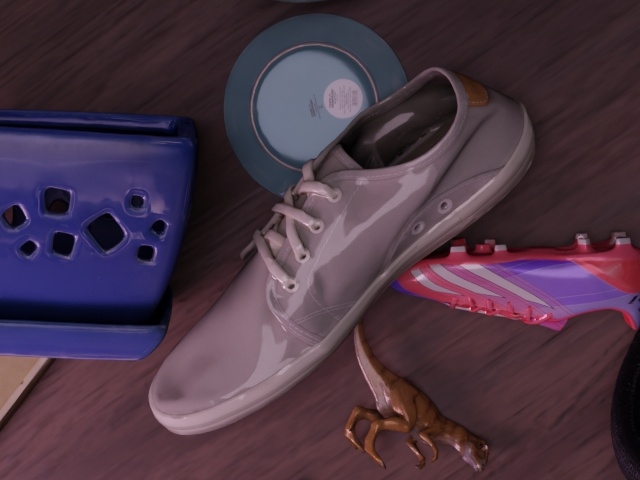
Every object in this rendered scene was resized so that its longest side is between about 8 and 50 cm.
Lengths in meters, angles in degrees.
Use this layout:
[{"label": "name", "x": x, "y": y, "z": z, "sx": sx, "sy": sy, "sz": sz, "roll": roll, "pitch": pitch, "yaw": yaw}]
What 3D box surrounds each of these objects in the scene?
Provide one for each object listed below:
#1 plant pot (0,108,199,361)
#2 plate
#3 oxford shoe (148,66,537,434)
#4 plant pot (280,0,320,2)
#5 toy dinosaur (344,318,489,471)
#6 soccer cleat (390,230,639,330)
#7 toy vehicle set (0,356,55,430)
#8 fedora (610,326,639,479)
[{"label": "plant pot", "x": -0.236, "y": -0.008, "z": 1.514, "sx": 0.236, "sy": 0.236, "sz": 0.212, "roll": 3, "pitch": 99, "yaw": -5}, {"label": "plate", "x": -0.005, "y": -0.129, "z": 1.589, "sx": 0.188, "sy": 0.024, "sz": 0.188, "roll": 0, "pitch": 92, "yaw": 9}, {"label": "oxford shoe", "x": 0.000, "y": 0.000, "z": 1.513, "sx": 0.449, "sy": 0.169, "sz": 0.130, "roll": -42, "pitch": 126, "yaw": 3}, {"label": "plant pot", "x": -0.007, "y": -0.389, "z": 1.470, "sx": 0.293, "sy": 0.293, "sz": 0.196, "roll": -38, "pitch": 61, "yaw": 8}, {"label": "toy dinosaur", "x": 0.070, "y": 0.155, "z": 1.581, "sx": 0.211, "sy": 0.064, "sz": 0.112, "roll": 45, "pitch": 80, "yaw": -5}, {"label": "soccer cleat", "x": 0.185, "y": 0.045, "z": 1.543, "sx": 0.248, "sy": 0.083, "sz": 0.095, "roll": -4, "pitch": 96, "yaw": 6}, {"label": "toy vehicle set", "x": -0.409, "y": 0.084, "z": 1.653, "sx": 0.267, "sy": 0.035, "sz": 0.166, "roll": 40, "pitch": 97, "yaw": 5}, {"label": "fedora", "x": 0.423, "y": 0.123, "z": 1.446, "sx": 0.152, "sy": 0.334, "sz": 0.334, "roll": 36, "pitch": 98, "yaw": -25}]
